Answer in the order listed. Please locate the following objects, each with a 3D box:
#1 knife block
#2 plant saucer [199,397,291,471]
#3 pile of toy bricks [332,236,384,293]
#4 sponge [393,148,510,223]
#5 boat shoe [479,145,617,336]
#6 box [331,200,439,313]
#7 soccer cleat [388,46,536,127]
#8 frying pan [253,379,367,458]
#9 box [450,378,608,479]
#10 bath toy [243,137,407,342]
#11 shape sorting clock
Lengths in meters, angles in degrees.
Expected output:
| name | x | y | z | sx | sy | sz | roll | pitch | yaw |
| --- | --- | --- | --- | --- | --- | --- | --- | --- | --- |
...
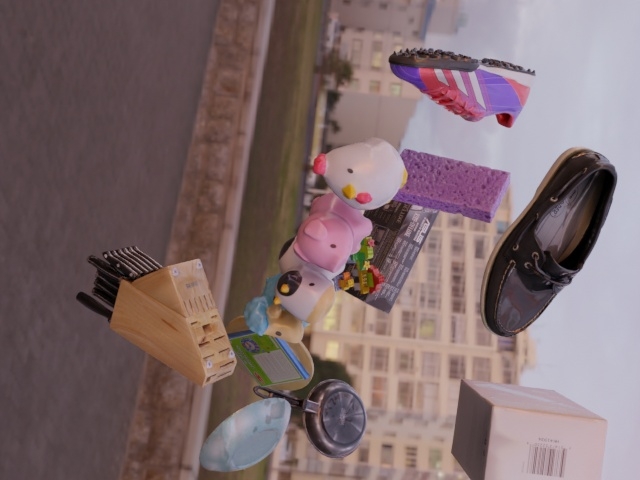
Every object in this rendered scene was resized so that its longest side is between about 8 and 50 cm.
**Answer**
| name | x | y | z | sx | sy | sz | roll | pitch | yaw |
| --- | --- | --- | --- | --- | --- | --- | --- | --- | --- |
| knife block | -0.294 | 0.134 | 1.501 | 0.088 | 0.242 | 0.275 | -15 | 83 | -59 |
| plant saucer | -0.127 | 0.367 | 1.610 | 0.037 | 0.195 | 0.194 | 49 | -32 | 33 |
| pile of toy bricks | 0.075 | 0.016 | 1.862 | 0.105 | 0.118 | 0.212 | -2 | -82 | 47 |
| sponge | 0.228 | -0.102 | 1.608 | 0.031 | 0.210 | 0.117 | 82 | 30 | -45 |
| boat shoe | 0.371 | 0.014 | 1.405 | 0.340 | 0.127 | 0.113 | -58 | -162 | 5 |
| box | 0.155 | 0.000 | 2.090 | 0.307 | 0.077 | 0.242 | -64 | -160 | -1 |
| soccer cleat | 0.245 | -0.264 | 1.534 | 0.109 | 0.318 | 0.116 | 33 | -64 | 48 |
| frying pan | 0.001 | 0.402 | 2.198 | 0.053 | 0.326 | 0.197 | -21 | -152 | 51 |
| box | 0.398 | 0.390 | 1.738 | 0.345 | 0.215 | 0.168 | 140 | -42 | -88 |
| bath toy | 0.000 | 0.000 | 1.268 | 0.348 | 0.129 | 0.151 | -60 | -141 | 37 |
| shape sorting clock | -0.107 | 0.232 | 1.821 | 0.040 | 0.206 | 0.206 | -58 | 162 | -46 |
